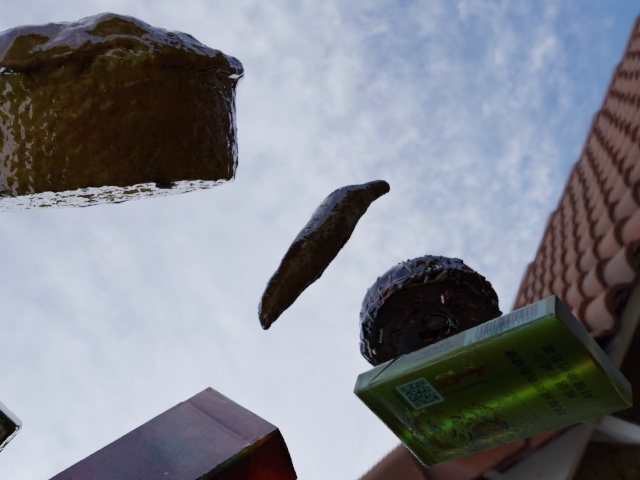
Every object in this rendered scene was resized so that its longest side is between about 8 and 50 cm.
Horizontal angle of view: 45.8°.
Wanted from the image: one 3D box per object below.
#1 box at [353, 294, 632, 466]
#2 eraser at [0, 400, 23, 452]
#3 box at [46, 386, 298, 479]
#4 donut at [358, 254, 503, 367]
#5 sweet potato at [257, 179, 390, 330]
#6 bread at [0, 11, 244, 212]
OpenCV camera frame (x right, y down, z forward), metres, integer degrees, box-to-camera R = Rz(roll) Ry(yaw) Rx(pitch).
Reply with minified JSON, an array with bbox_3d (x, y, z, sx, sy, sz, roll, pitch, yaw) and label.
[{"bbox_3d":[0.212,0.192,0.976,0.173,0.311,0.043,47,-143,-18],"label":"box"},{"bbox_3d":[-0.439,0.238,0.855,0.172,0.117,0.058,-49,-5,-13],"label":"eraser"},{"bbox_3d":[-0.213,0.316,0.943,0.313,0.197,0.089,-28,-69,-30],"label":"box"},{"bbox_3d":[0.166,0.115,1.192,0.235,0.089,0.235,-7,-52,-9],"label":"donut"},{"bbox_3d":[0.000,0.000,0.994,0.314,0.066,0.072,-52,-28,-40],"label":"sweet potato"},{"bbox_3d":[-0.283,-0.152,0.964,0.398,0.398,0.215,-8,-89,-42],"label":"bread"}]
